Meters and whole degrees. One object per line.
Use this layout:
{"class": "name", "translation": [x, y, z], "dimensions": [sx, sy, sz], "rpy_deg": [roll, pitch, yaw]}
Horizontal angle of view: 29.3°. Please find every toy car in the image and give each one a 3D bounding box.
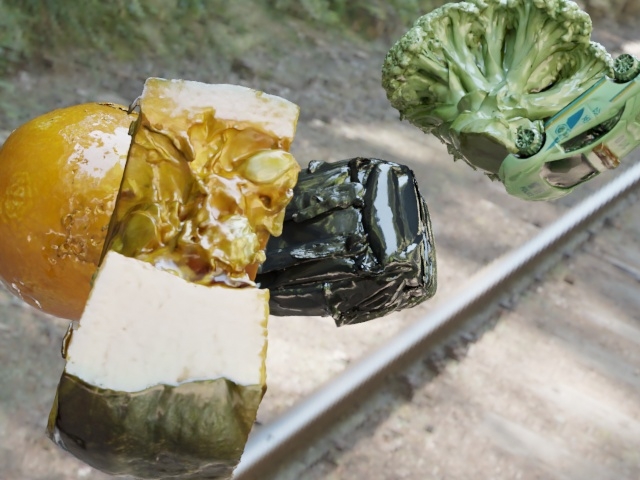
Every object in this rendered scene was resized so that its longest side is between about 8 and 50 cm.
{"class": "toy car", "translation": [0.245, -0.091, 1.082], "dimensions": [0.093, 0.186, 0.058], "rpy_deg": [34, 24, -51]}

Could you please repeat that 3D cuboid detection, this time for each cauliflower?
{"class": "cauliflower", "translation": [0.226, -0.156, 1.472], "dimensions": [0.275, 0.272, 0.250], "rpy_deg": [-15, 32, 24]}

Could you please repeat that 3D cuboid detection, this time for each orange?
{"class": "orange", "translation": [-0.255, -0.032, 1.355], "dimensions": [0.246, 0.246, 0.246], "rpy_deg": [19, 20, -7]}

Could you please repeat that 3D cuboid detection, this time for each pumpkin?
{"class": "pumpkin", "translation": [-0.100, 0.033, 0.861], "dimensions": [0.139, 0.280, 0.190], "rpy_deg": [12, 11, -8]}

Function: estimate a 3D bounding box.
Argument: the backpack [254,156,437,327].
{"class": "backpack", "translation": [0.000, 0.000, 1.395], "dimensions": [0.258, 0.133, 0.206], "rpy_deg": [-7, 64, 5]}
